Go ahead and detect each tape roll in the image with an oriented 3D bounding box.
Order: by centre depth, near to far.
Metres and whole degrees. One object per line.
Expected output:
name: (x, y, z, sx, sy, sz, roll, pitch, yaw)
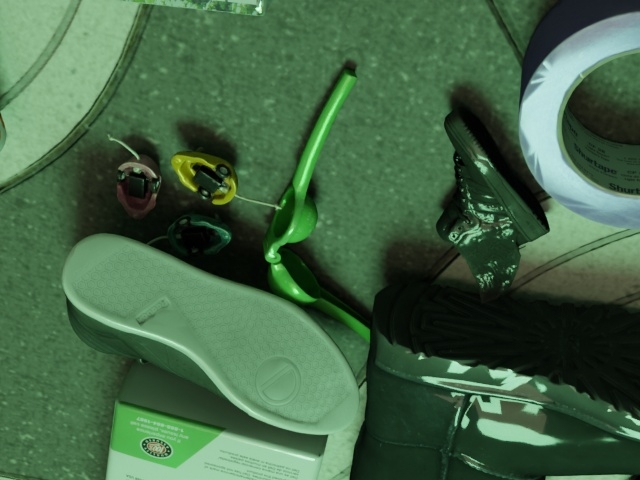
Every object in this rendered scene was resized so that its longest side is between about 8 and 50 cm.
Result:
tape roll: (0.248, -0.107, 0.925, 0.189, 0.080, 0.189, 5, 126, 7)

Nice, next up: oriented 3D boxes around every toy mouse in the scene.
toy mouse: (-0.131, -0.034, 1.084, 0.161, 0.031, 0.143, 31, 130, -8)

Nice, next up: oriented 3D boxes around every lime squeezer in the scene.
lime squeezer: (0.000, 0.000, 1.068, 0.110, 0.059, 0.310, -2, 124, 14)

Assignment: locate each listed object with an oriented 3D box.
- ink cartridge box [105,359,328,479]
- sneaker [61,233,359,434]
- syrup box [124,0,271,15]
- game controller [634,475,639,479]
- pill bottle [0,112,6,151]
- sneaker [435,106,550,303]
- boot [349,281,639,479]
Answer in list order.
ink cartridge box: (-0.110, 0.251, 1.232, 0.201, 0.117, 0.278, 15, 126, 2)
sneaker: (-0.106, 0.089, 1.112, 0.296, 0.104, 0.147, 29, 164, -12)
syrup box: (-0.147, -0.239, 0.902, 0.237, 0.096, 0.093, 8, 124, 7)
game controller: (0.391, 0.248, 1.157, 0.166, 0.067, 0.319, 20, 126, -3)
pill bottle: (-0.344, -0.161, 0.983, 0.121, 0.121, 0.221, -1, 125, 13)
sneaker: (0.130, -0.028, 1.023, 0.089, 0.051, 0.170, -30, 118, 23)
boot: (0.199, 0.270, 1.157, 0.367, 0.146, 0.445, 15, 125, 13)
